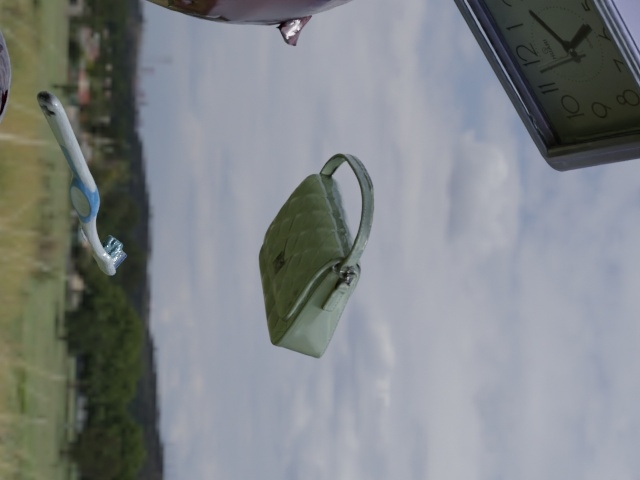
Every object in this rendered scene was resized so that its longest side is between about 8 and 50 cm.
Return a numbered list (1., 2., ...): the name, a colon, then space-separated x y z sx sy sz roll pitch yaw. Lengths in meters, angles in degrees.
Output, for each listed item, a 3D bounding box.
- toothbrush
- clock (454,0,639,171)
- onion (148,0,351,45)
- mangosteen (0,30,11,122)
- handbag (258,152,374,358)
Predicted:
1. toothbrush: -0.266 -0.052 1.541 0.386 0.040 0.040 82 5 -64
2. clock: 0.196 -0.154 1.052 0.145 0.073 0.193 -9 -62 57
3. onion: -0.048 -0.243 0.704 0.276 0.276 0.276 -178 -90 -80
4. mangosteen: -0.427 -0.157 1.293 0.235 0.262 0.235 -18 90 -83
5. handbag: 0.000 0.000 1.703 0.219 0.079 0.256 -62 -160 23
